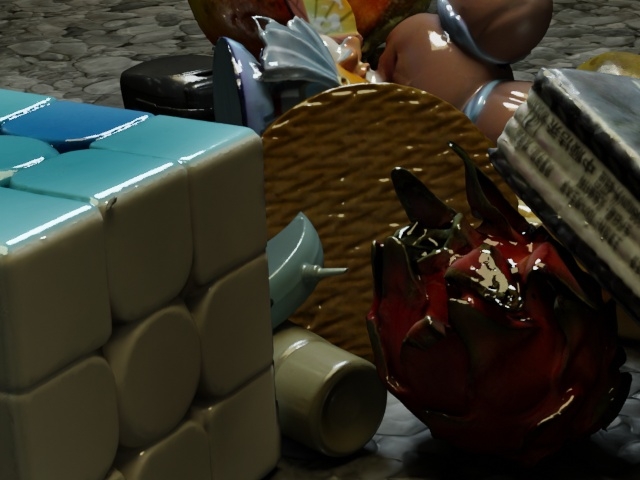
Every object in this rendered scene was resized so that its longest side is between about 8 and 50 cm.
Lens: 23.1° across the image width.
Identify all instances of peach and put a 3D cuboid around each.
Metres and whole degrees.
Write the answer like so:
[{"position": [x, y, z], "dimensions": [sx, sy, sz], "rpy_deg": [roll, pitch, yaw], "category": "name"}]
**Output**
[{"position": [-0.002, -0.363, 2.153], "dimensions": [0.416, 0.353, 0.339], "rpy_deg": [32, 79, 37], "category": "peach"}]

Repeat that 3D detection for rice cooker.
[{"position": [-0.177, -0.180, 2.032], "dimensions": [0.142, 0.118, 0.203], "rpy_deg": [-15, 23, -30], "category": "rice cooker"}]

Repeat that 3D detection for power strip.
[{"position": [-0.076, 0.043, 1.316], "dimensions": [0.216, 0.044, 0.137], "rpy_deg": [-18, 27, 15], "category": "power strip"}]

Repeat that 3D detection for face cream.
[{"position": [-0.084, 0.095, 1.354], "dimensions": [0.341, 0.084, 0.137], "rpy_deg": [19, 61, 47], "category": "face cream"}]

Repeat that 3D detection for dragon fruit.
[{"position": [0.128, 0.061, 1.213], "dimensions": [0.193, 0.274, 0.192], "rpy_deg": [-37, 14, 30], "category": "dragon fruit"}]

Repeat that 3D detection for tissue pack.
[{"position": [0.320, 0.019, 1.179], "dimensions": [0.259, 0.122, 0.361], "rpy_deg": [7, 34, -44], "category": "tissue pack"}]

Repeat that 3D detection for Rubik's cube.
[{"position": [-0.227, 0.072, 1.145], "dimensions": [0.290, 0.291, 0.292], "rpy_deg": [10, 26, 31], "category": "Rubik's cube"}]

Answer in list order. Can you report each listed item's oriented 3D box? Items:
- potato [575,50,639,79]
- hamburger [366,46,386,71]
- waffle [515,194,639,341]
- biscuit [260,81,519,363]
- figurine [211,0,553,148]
[{"position": [0.373, -0.163, 1.915], "dimensions": [0.176, 0.137, 0.137], "rpy_deg": [4, 22, 25], "category": "potato"}, {"position": [0.130, -0.224, 2.165], "dimensions": [0.147, 0.083, 0.138], "rpy_deg": [-4, 17, -7], "category": "hamburger"}, {"position": [0.303, -0.001, 1.512], "dimensions": [0.376, 0.114, 0.261], "rpy_deg": [9, 24, 29], "category": "waffle"}, {"position": [0.049, -0.016, 1.418], "dimensions": [0.262, 0.262, 0.037], "rpy_deg": [-4, -3, -5], "category": "biscuit"}, {"position": [0.079, -0.183, 1.858], "dimensions": [0.388, 0.276, 0.248], "rpy_deg": [-5, -3, -13], "category": "figurine"}]
